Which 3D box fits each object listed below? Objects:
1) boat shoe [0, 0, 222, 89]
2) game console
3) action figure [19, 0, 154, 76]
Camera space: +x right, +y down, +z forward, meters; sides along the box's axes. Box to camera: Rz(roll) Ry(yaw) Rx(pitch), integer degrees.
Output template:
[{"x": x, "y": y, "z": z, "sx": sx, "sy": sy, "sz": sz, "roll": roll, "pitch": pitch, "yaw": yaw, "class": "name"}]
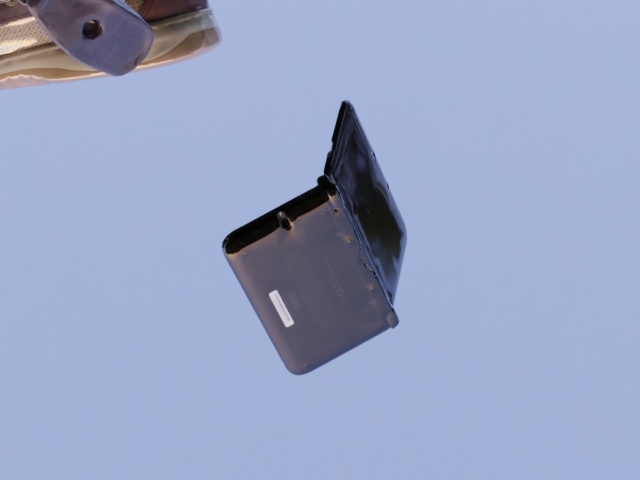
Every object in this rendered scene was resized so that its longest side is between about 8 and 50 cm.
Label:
[{"x": -0.205, "y": -0.143, "z": 1.122, "sx": 0.285, "sy": 0.103, "sz": 0.092, "roll": -5, "pitch": -82, "yaw": 15, "class": "boat shoe"}, {"x": 0.000, "y": 0.000, "z": 1.023, "sx": 0.107, "sy": 0.122, "sz": 0.071, "roll": -29, "pitch": -138, "yaw": -2, "class": "game console"}, {"x": -0.163, "y": -0.202, "z": 0.915, "sx": 0.185, "sy": 0.099, "sz": 0.285, "roll": -55, "pitch": -136, "yaw": 8, "class": "action figure"}]
